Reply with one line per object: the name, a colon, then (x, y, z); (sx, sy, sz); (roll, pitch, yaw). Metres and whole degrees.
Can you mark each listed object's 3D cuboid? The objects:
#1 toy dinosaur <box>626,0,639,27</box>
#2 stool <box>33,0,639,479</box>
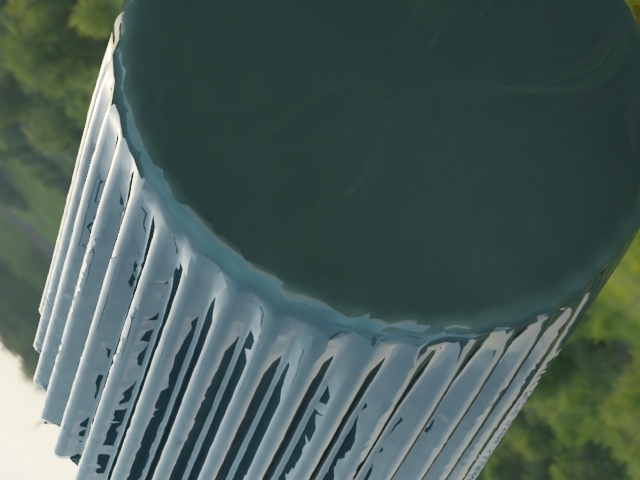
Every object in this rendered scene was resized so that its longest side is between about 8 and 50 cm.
toy dinosaur: (0.196, -0.134, 0.893); (0.162, 0.039, 0.126); (1, -150, -48)
stool: (0.000, 0.000, 0.741); (0.297, 0.297, 0.330); (44, 153, 11)
